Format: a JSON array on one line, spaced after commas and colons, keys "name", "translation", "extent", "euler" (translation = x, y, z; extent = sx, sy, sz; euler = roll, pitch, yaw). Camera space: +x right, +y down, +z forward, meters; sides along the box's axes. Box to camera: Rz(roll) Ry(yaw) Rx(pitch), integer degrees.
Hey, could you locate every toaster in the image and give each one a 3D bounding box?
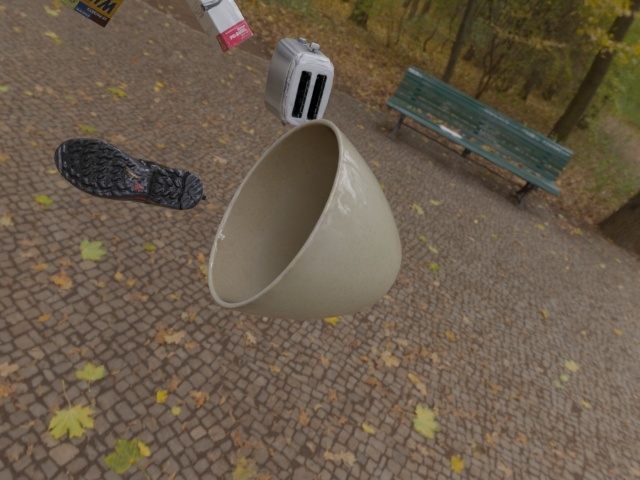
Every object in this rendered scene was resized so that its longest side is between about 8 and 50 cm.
[{"name": "toaster", "translation": [-0.056, -0.372, 1.099], "extent": [0.129, 0.227, 0.146], "euler": [3, 30, -28]}]

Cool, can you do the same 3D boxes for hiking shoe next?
[{"name": "hiking shoe", "translation": [-0.299, -0.094, 0.716], "extent": [0.226, 0.086, 0.114], "euler": [19, -5, -8]}]

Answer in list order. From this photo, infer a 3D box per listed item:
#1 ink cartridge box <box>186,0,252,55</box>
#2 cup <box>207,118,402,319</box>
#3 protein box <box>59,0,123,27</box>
[{"name": "ink cartridge box", "translation": [-0.213, -0.464, 0.901], "extent": [0.150, 0.063, 0.109], "euler": [59, -11, -25]}, {"name": "cup", "translation": [0.000, 0.000, 0.763], "extent": [0.237, 0.331, 0.331], "euler": [31, 26, -32]}, {"name": "protein box", "translation": [-0.630, -0.778, 1.282], "extent": [0.136, 0.201, 0.200], "euler": [21, 54, -43]}]
